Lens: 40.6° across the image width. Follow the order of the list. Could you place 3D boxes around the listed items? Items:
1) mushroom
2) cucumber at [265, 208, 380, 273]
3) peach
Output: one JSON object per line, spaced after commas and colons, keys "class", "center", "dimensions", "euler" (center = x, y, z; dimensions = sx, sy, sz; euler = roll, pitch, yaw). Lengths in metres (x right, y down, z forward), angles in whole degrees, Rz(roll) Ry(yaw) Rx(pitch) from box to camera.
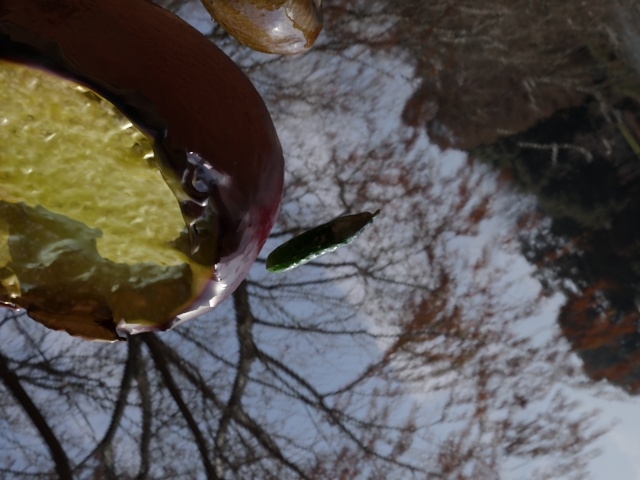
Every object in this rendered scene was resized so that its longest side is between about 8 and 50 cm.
{"class": "mushroom", "center": [-0.026, -0.158, 0.434], "dimensions": [0.127, 0.087, 0.127], "euler": [-12, -90, -81]}
{"class": "cucumber", "center": [0.000, 0.000, 1.011], "dimensions": [0.037, 0.155, 0.037], "euler": [58, -166, -24]}
{"class": "peach", "center": [-0.248, -0.088, 0.906], "dimensions": [0.416, 0.339, 0.353], "euler": [16, -137, -56]}
